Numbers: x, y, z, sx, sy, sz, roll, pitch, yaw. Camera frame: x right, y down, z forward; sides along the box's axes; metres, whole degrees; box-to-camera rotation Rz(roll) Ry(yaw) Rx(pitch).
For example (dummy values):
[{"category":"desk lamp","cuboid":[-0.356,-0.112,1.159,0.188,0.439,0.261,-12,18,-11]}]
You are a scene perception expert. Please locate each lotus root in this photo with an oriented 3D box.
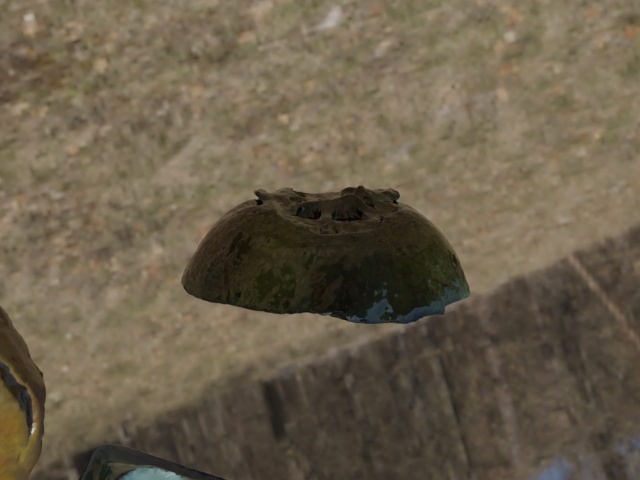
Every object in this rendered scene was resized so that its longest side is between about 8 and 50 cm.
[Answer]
[{"category":"lotus root","cuboid":[0.003,0.001,0.997,0.203,0.078,0.183,10,-166,33]}]

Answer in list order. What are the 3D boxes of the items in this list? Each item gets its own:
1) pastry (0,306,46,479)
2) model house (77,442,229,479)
[{"category":"pastry","cuboid":[-0.451,0.160,1.392,0.356,0.356,0.164,-15,-156,9]},{"category":"model house","cuboid":[-0.092,0.271,0.776,0.252,0.295,0.329,18,168,-18]}]
